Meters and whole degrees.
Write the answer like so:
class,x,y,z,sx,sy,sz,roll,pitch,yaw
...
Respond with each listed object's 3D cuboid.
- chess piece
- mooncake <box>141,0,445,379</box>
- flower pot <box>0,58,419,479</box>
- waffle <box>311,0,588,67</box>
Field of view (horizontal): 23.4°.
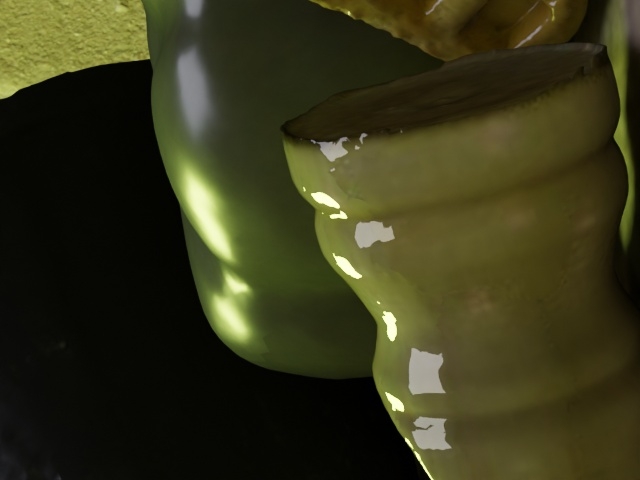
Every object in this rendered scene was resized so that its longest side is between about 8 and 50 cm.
class,x,y,z,sx,sy,sz,roll,pitch,yaw
chess piece,0.056,0.053,0.426,0.090,0.090,0.200,-120,15,-77
mooncake,-0.003,-0.083,0.592,0.275,0.135,0.274,172,90,-87
flower pot,-0.086,0.111,0.817,0.251,0.379,0.379,59,160,32
waffle,0.070,-0.104,0.381,0.191,0.125,0.032,-37,36,50
